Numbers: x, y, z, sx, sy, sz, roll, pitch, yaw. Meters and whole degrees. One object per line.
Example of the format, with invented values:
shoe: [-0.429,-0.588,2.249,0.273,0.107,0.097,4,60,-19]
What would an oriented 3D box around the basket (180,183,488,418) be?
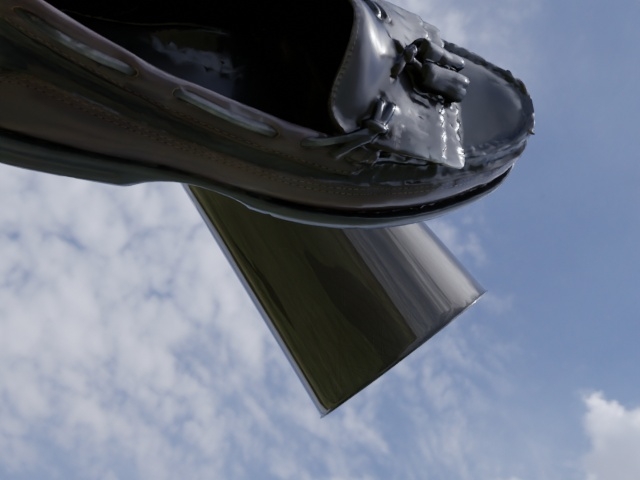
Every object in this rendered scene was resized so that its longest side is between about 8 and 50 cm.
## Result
basket: [0.000,0.000,0.783,0.154,0.204,0.227,-41,-97,25]

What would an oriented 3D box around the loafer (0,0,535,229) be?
loafer: [-0.018,-0.074,0.443,0.303,0.109,0.095,3,-30,-25]
